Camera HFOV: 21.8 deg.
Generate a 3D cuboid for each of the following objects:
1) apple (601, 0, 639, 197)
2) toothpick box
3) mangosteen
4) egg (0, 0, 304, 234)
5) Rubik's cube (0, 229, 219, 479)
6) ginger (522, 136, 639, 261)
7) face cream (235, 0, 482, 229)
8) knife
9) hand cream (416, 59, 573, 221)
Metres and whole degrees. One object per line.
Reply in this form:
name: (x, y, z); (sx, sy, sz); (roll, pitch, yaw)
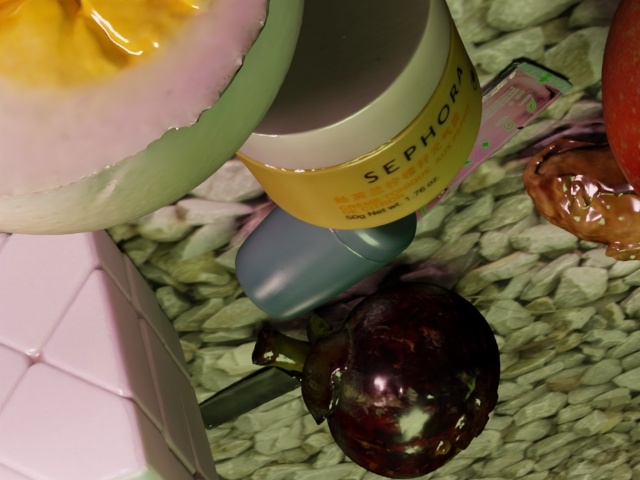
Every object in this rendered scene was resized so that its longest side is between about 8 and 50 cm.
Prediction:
apple: (0.428, -0.150, 1.478); (0.348, 0.348, 0.277); (-14, 180, -6)
toothpick box: (0.000, 0.000, 1.711); (0.120, 0.120, 0.184); (14, 141, -41)
mangosteen: (0.065, 0.146, 1.931); (0.289, 0.231, 0.231); (22, 150, 13)
egg: (-0.178, -0.175, 1.153); (0.355, 0.354, 0.340); (-19, 174, 3)
Rubik's cube: (-0.299, 0.208, 1.694); (0.322, 0.318, 0.316); (-22, 148, 5)
ginger: (0.383, -0.064, 1.749); (0.321, 0.172, 0.165); (-16, 153, -5)
face cream: (0.012, -0.141, 1.392); (0.218, 0.218, 0.179); (-23, 150, 9)
knife: (-0.059, 0.179, 2.062); (0.245, 0.019, 0.072); (-27, 147, 19)
hand cream: (0.137, -0.087, 1.720); (0.275, 0.050, 0.079); (-43, 167, 27)
